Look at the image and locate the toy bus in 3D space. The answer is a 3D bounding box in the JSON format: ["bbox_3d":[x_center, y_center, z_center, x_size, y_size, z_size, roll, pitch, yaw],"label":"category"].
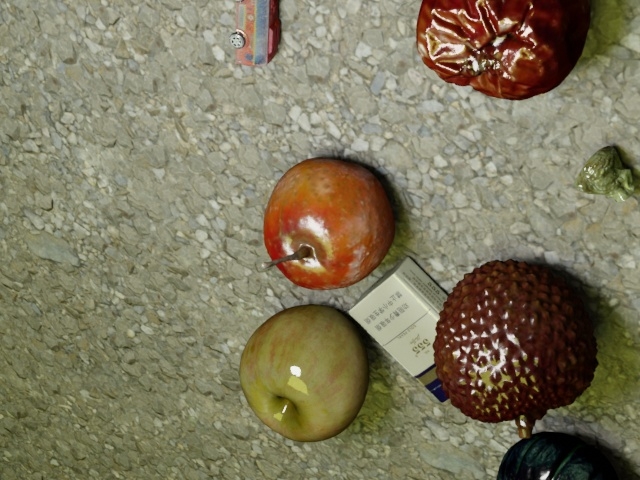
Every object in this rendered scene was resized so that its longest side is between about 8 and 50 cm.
[{"bbox_3d":[-0.108,-0.384,1.969,0.077,0.065,0.192,15,130,14],"label":"toy bus"}]

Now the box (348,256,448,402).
[{"bbox_3d":[0.196,0.170,2.180,0.259,0.071,0.168,44,135,-4],"label":"box"}]

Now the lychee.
[{"bbox_3d":[0.324,0.182,1.979,0.275,0.275,0.304,-12,87,38],"label":"lychee"}]

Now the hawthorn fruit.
[{"bbox_3d":[0.014,-0.012,2.061,0.235,0.263,0.231,9,155,-6],"label":"hawthorn fruit"}]

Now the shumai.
[{"bbox_3d":[0.447,-0.093,1.816,0.080,0.083,0.082,44,176,24],"label":"shumai"}]

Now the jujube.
[{"bbox_3d":[0.267,-0.309,1.697,0.232,0.213,0.213,17,130,28],"label":"jujube"}]

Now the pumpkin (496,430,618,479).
[{"bbox_3d":[0.418,0.485,2.146,0.248,0.248,0.248,17,130,22],"label":"pumpkin"}]

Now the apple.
[{"bbox_3d":[-0.024,0.252,2.271,0.256,0.234,0.257,15,129,19],"label":"apple"}]
